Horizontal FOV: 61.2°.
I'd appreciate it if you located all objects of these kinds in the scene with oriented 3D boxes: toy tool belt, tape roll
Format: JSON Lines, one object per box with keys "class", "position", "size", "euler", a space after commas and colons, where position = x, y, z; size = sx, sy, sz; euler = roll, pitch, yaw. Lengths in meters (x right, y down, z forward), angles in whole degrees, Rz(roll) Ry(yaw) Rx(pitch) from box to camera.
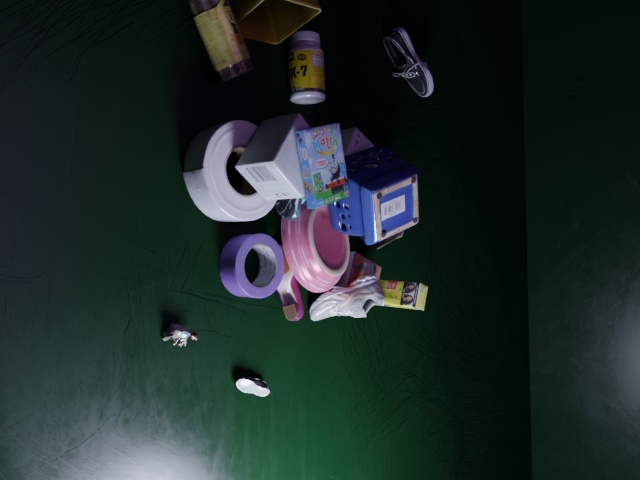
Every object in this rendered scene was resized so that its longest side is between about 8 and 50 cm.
{"class": "toy tool belt", "position": [-0.373, 0.256, 1.434], "size": [0.083, 0.052, 0.051], "euler": [33, 97, -38]}
{"class": "tape roll", "position": [-0.244, -0.194, 1.543], "size": [0.286, 0.100, 0.286], "euler": [1, 89, -47]}
{"class": "tape roll", "position": [-0.201, 0.074, 1.595], "size": [0.189, 0.080, 0.189], "euler": [3, 86, -48]}

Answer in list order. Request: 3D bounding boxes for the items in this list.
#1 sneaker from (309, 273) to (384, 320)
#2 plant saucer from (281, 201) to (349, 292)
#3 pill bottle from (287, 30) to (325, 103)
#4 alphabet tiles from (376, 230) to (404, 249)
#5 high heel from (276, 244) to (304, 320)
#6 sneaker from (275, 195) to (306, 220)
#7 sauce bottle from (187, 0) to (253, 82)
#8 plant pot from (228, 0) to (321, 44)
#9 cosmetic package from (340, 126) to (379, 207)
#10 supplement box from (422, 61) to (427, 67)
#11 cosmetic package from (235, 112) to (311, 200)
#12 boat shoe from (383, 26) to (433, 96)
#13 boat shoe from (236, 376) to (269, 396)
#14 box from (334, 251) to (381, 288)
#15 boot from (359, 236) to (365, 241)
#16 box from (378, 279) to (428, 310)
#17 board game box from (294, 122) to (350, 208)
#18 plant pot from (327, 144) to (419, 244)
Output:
{"class": "sneaker", "position": [0.090, 0.215, 1.792], "size": [0.121, 0.262, 0.099], "euler": [63, 0, 30]}
{"class": "plant saucer", "position": [0.000, 0.000, 1.756], "size": [0.332, 0.084, 0.332], "euler": [26, 58, -52]}
{"class": "pill bottle", "position": [-0.046, -0.557, 1.753], "size": [0.119, 0.119, 0.209], "euler": [-4, 91, -47]}
{"class": "alphabet tiles", "position": [0.271, -0.073, 2.013], "size": [0.009, 0.237, 0.198], "euler": [24, 68, -14]}
{"class": "high heel", "position": [-0.101, 0.136, 1.727], "size": [0.117, 0.082, 0.244], "euler": [24, 49, -81]}
{"class": "sneaker", "position": [-0.059, -0.163, 1.653], "size": [0.122, 0.110, 0.283], "euler": [28, 41, -28]}
{"class": "sauce bottle", "position": [-0.295, -0.619, 1.491], "size": [0.111, 0.111, 0.344], "euler": [-40, 119, -40]}
{"class": "plant pot", "position": [-0.159, -0.727, 1.587], "size": [0.212, 0.212, 0.187], "euler": [-10, 84, -47]}
{"class": "cosmetic package", "position": [0.138, -0.222, 1.887], "size": [0.365, 0.197, 0.155], "euler": [36, 64, -39]}
{"class": "supplement box", "position": [0.426, -0.703, 2.309], "size": [0.036, 0.062, 0.099], "euler": [-16, 101, -45]}
{"class": "cosmetic package", "position": [-0.107, -0.230, 1.507], "size": [0.151, 0.151, 0.184], "euler": [48, 56, -38]}
{"class": "boat shoe", "position": [0.352, -0.706, 2.195], "size": [0.105, 0.113, 0.306], "euler": [-47, 119, -30]}
{"class": "boat shoe", "position": [-0.203, 0.428, 1.612], "size": [0.125, 0.038, 0.046], "euler": [29, 109, -37]}
{"class": "box", "position": [0.125, 0.127, 1.937], "size": [0.170, 0.091, 0.130], "euler": [29, 68, -43]}
{"class": "boot", "position": [0.179, -0.041, 2.007], "size": [0.158, 0.084, 0.059], "euler": [42, 58, -40]}
{"class": "box", "position": [0.244, 0.180, 1.825], "size": [0.058, 0.232, 0.087], "euler": [26, 73, -44]}
{"class": "board game box", "position": [0.008, -0.209, 1.496], "size": [0.160, 0.039, 0.212], "euler": [-24, 109, -48]}
{"class": "plant pot", "position": [0.169, -0.134, 1.663], "size": [0.236, 0.212, 0.236], "euler": [-23, 125, -24]}
